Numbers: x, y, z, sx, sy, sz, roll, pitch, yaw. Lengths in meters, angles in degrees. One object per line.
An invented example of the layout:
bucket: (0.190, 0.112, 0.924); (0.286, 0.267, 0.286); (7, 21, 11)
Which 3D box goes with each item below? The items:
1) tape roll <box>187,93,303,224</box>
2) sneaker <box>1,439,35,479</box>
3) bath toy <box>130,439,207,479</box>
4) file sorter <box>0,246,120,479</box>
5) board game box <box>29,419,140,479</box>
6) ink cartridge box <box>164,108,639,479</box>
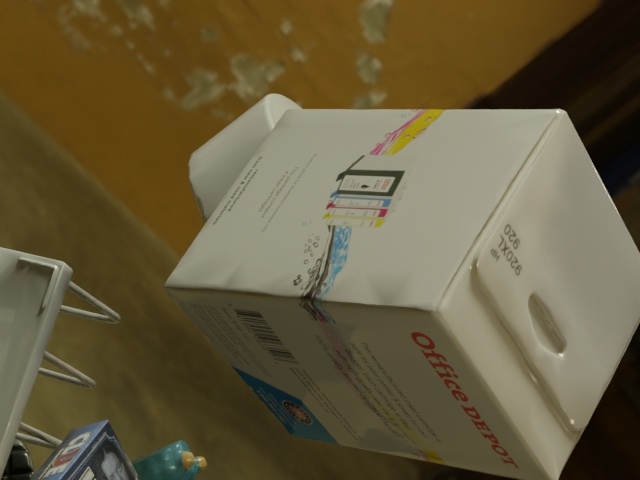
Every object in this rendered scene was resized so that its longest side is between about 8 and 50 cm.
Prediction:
tape roll: (0.000, 0.000, 1.428); (0.286, 0.100, 0.286); (50, 14, -17)
sneaker: (-0.347, 0.347, 1.646); (0.106, 0.101, 0.267); (65, 20, -69)
bath toy: (-0.120, 0.370, 1.415); (0.151, 0.129, 0.348); (66, 2, -69)
file sorter: (-0.320, 0.153, 1.343); (0.193, 0.278, 0.173); (12, -14, 20)
board game box: (-0.198, 0.276, 1.193); (0.165, 0.042, 0.243); (64, 27, -16)
ink cartridge box: (0.061, 0.029, 0.970); (0.232, 0.168, 0.171); (5, -39, 43)
